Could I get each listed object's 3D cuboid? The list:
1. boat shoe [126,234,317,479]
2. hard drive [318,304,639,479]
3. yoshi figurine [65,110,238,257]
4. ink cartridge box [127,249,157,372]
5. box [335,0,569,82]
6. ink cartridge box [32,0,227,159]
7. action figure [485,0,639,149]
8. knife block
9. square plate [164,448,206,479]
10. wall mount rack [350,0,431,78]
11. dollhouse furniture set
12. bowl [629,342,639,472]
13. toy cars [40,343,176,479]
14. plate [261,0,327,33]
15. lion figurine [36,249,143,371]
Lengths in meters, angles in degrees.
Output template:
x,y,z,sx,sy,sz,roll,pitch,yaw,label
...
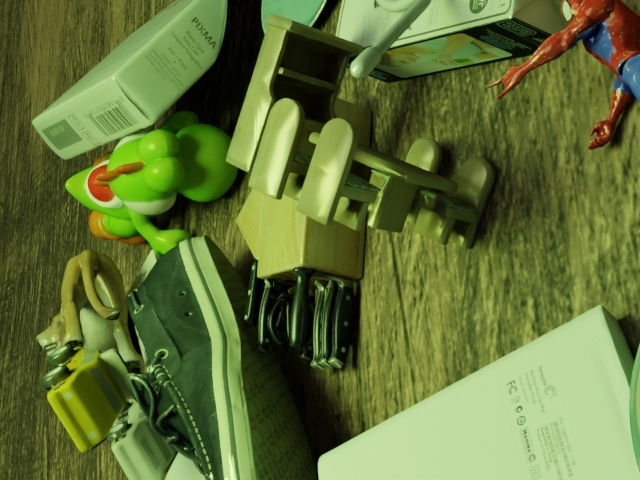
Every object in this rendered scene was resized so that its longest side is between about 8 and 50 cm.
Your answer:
x,y,z,sx,sy,sz,roll,pitch,yaw,label
-0.129,0.183,1.150,0.156,0.187,0.500,-31,39,4,boat shoe
0.131,0.206,0.814,0.307,0.040,0.203,-34,38,25,hard drive
-0.232,-0.089,1.484,0.203,0.203,0.362,-49,13,-21,yoshi figurine
-0.222,0.110,1.447,0.104,0.060,0.180,-57,38,28,ink cartridge box
0.139,-0.273,1.038,0.290,0.087,0.169,0,78,55,box
-0.230,-0.292,1.504,0.308,0.091,0.385,-10,33,54,ink cartridge box
0.246,-0.103,0.813,0.139,0.091,0.280,-44,44,26,action figure
0.000,0.000,1.141,0.275,0.088,0.242,-60,38,22,knife block
-0.167,0.410,1.219,0.347,0.049,0.344,-63,26,18,square plate
0.122,-0.306,0.879,0.350,0.130,0.304,-38,49,44,wall mount rack
0.033,-0.113,0.983,0.242,0.212,0.161,28,104,44,dollhouse furniture set
0.310,0.104,0.584,0.311,0.163,0.311,-23,60,50,bowl
-0.253,0.225,1.282,0.087,0.393,0.176,-28,61,-5,toy cars
-0.022,-0.356,1.362,0.188,0.024,0.188,-27,56,49,plate
-0.339,0.116,1.489,0.392,0.142,0.240,119,146,-50,lion figurine
